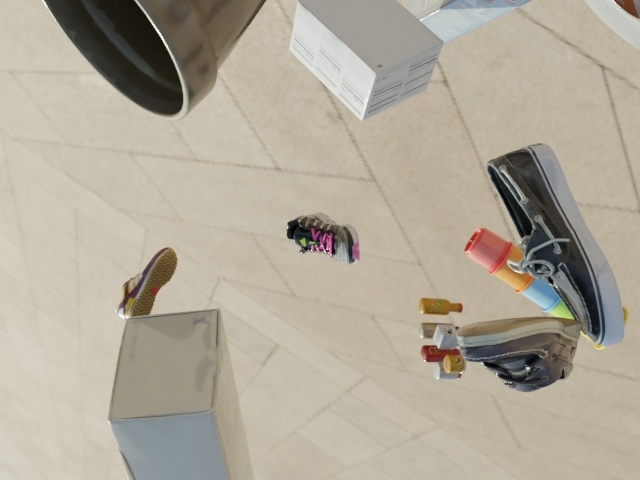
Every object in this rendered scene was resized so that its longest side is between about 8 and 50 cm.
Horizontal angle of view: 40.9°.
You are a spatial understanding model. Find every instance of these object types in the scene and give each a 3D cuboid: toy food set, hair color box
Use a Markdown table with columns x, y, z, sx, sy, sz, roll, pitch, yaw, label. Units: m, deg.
| x | y | z | sx | sy | sz | roll | pitch | yaw | label |
| --- | --- | --- | --- | --- | --- | --- | --- | --- | --- |
| 0.297 | 0.233 | 1.950 | 0.105 | 0.232 | 0.111 | 4 | 121 | -17 | toy food set |
| 0.341 | -0.587 | 1.957 | 0.114 | 0.185 | 0.374 | 22 | 164 | -24 | hair color box |

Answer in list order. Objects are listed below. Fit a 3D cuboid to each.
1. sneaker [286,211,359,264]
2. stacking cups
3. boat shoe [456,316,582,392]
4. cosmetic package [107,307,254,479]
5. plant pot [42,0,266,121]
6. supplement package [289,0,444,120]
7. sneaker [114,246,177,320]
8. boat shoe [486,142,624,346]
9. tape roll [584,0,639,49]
| x | y | z | sx | sy | sz | roll | pitch | yaw | label |
| --- | --- | --- | --- | --- | --- | --- | --- | --- | --- |
| 0.000 | 0.000 | 1.331 | 0.170 | 0.075 | 0.063 | 33 | 128 | 56 | sneaker |
| 0.419 | 0.077 | 1.603 | 0.316 | 0.096 | 0.096 | 35 | 154 | -3 | stacking cups |
| 0.256 | 0.141 | 1.063 | 0.103 | 0.092 | 0.285 | -7 | 172 | 31 | boat shoe |
| -0.149 | 0.247 | 0.996 | 0.113 | 0.160 | 0.309 | -6 | 126 | 1 | cosmetic package |
| -0.204 | -0.377 | 1.205 | 0.323 | 0.280 | 0.323 | 37 | 157 | 18 | plant pot |
| 0.097 | -0.426 | 1.879 | 0.262 | 0.204 | 0.145 | 48 | 149 | 22 | supplement package |
| -0.388 | 0.090 | 1.887 | 0.084 | 0.185 | 0.069 | 17 | 160 | 37 | sneaker |
| 0.318 | 0.010 | 1.193 | 0.113 | 0.105 | 0.306 | 100 | 152 | -75 | boat shoe |
| 0.341 | -0.289 | 0.880 | 0.219 | 0.072 | 0.219 | 49 | 178 | 3 | tape roll |
